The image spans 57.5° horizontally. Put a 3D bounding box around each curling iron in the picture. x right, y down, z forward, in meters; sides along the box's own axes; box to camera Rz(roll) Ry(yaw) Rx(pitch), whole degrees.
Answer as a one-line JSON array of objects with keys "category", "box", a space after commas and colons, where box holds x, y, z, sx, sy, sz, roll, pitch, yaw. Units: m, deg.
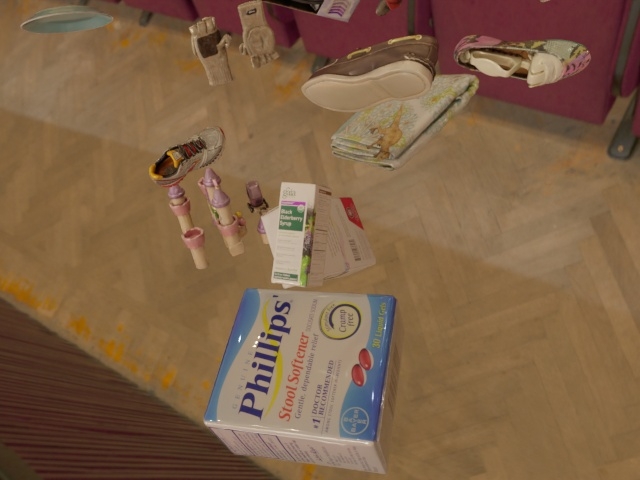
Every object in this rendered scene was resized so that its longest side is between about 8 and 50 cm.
[{"category": "curling iron", "box": [0.120, -0.355, 0.851, 0.068, 0.274, 0.035, 9, 98, -11]}]

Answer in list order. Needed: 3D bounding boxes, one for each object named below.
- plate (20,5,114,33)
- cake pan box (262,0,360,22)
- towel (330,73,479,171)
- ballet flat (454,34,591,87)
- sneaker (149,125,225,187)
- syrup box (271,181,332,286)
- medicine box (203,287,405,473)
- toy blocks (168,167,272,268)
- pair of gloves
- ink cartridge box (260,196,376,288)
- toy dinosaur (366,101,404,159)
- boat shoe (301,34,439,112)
[{"category": "plate", "box": [-0.538, -0.472, 1.239, 0.188, 0.188, 0.024, -3, 103, 25]}, {"category": "cake pan box", "box": [-0.070, -0.512, 1.031, 0.070, 0.246, 0.267, -52, 44, 49]}, {"category": "towel", "box": [0.239, -0.360, 1.721, 0.374, 0.090, 0.320, -45, 34, -13]}, {"category": "ballet flat", "box": [0.333, -0.299, 0.983, 0.221, 0.077, 0.079, 13, 51, 17]}, {"category": "sneaker", "box": [-0.341, -0.214, 1.497, 0.225, 0.093, 0.088, -37, 85, 4]}, {"category": "syrup box", "box": [-0.043, -0.014, 1.361, 0.093, 0.096, 0.237, 6, 91, 26]}, {"category": "medicine box", "box": [-0.015, 0.235, 1.014, 0.289, 0.149, 0.263, 1, 53, 16]}, {"category": "toy blocks", "box": [-0.302, -0.125, 1.792, 0.309, 0.260, 0.288, -20, 35, -14]}, {"category": "pair of gloves", "box": [-0.254, -0.578, 1.710, 0.240, 0.204, 0.042, -21, 44, 1]}, {"category": "ink cartridge box", "box": [0.000, 0.000, 1.682, 0.131, 0.306, 0.226, -26, 78, 37]}, {"category": "toy dinosaur", "box": [0.172, -0.267, 1.474, 0.093, 0.053, 0.183, 1, 62, 45]}, {"category": "boat shoe", "box": [0.094, -0.335, 1.171, 0.324, 0.116, 0.096, 3, 67, 48]}]
